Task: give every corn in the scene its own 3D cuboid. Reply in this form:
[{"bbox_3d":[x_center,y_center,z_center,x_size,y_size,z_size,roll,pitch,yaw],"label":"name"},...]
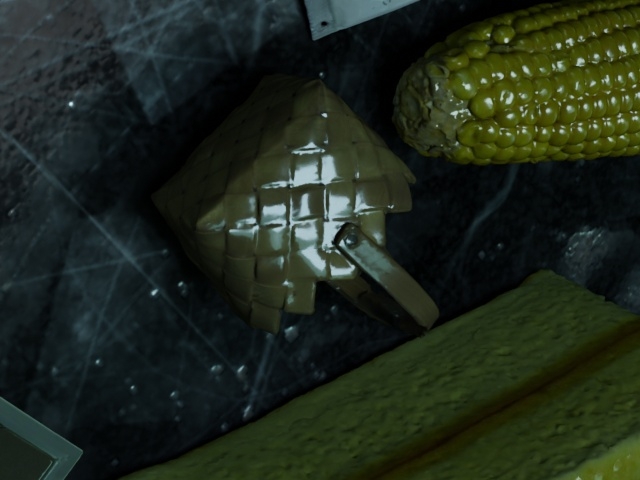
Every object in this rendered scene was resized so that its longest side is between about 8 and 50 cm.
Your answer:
[{"bbox_3d":[0.196,-0.111,1.157,0.322,0.119,0.119,-14,116,-25],"label":"corn"}]

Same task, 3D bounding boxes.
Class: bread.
[{"bbox_3d":[0.049,0.145,1.078,0.362,0.233,0.245,9,102,-36],"label":"bread"}]

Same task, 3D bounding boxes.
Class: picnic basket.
[{"bbox_3d":[0.000,0.000,1.052,0.138,0.128,0.178,-47,118,-8],"label":"picnic basket"}]

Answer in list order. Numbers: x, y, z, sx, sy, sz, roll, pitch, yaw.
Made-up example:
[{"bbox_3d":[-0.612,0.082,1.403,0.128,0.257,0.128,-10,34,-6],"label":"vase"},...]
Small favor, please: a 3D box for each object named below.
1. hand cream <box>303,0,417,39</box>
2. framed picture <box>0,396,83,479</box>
[{"bbox_3d":[0.138,-0.228,1.052,0.336,0.076,0.121,-21,132,-5],"label":"hand cream"},{"bbox_3d":[-0.280,0.179,1.000,0.197,0.014,0.252,41,83,-38],"label":"framed picture"}]
